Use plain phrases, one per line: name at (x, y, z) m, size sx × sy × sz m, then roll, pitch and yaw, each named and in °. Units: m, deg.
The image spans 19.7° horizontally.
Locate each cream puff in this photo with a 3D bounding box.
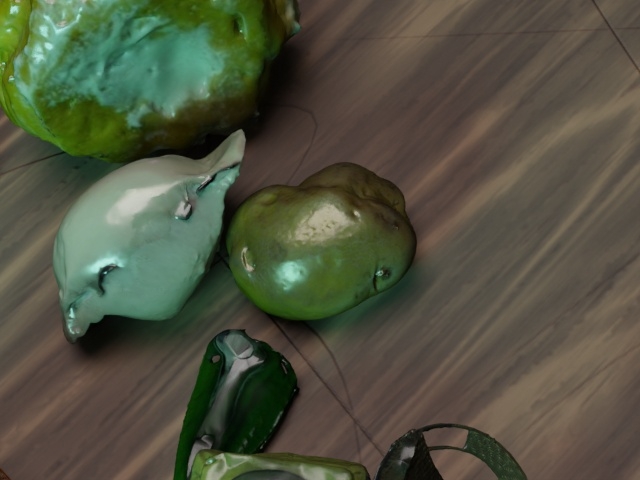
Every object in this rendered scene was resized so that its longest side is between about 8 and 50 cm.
cream puff at (-0.212, -0.265, 2.078) m, size 0.378 × 0.378 × 0.275 m, roll -22°, pitch 53°, yaw -3°

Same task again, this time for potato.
potato at (0.001, 0.003, 1.951) m, size 0.200 × 0.137 × 0.154 m, roll -19°, pitch 23°, yaw -1°

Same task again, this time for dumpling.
dumpling at (-0.179, -0.010, 1.993) m, size 0.243 × 0.175 × 0.227 m, roll -14°, pitch 15°, yaw 0°

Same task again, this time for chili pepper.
chili pepper at (-0.096, 0.192, 1.882) m, size 0.108 × 0.062 × 0.216 m, roll 8°, pitch 60°, yaw 18°

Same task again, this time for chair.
chair at (0.129, 0.273, 1.684) m, size 0.149 × 0.213 × 0.174 m, roll 14°, pitch 61°, yaw 28°

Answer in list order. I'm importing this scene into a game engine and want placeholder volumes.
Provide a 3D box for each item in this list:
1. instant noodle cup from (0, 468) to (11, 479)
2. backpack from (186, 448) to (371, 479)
instant noodle cup at (-0.368, 0.307, 1.777) m, size 0.182 × 0.230 × 0.230 m, roll -40°, pitch 56°, yaw -4°
backpack at (-0.046, 0.323, 1.735) m, size 0.207 × 0.140 × 0.253 m, roll 3°, pitch 63°, yaw 15°
